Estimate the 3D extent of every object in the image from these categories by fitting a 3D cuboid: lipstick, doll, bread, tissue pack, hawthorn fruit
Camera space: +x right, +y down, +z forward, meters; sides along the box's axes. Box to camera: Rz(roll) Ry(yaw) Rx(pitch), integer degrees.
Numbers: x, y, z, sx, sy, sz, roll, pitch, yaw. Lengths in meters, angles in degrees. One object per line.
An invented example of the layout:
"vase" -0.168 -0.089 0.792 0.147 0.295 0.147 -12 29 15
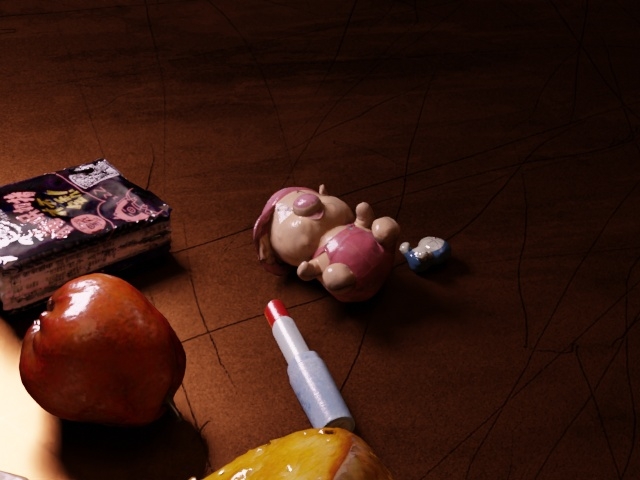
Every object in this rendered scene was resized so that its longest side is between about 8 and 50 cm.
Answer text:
"lipstick" -0.025 0.194 2.072 0.061 0.068 0.274 -15 45 -16
"doll" 0.001 -0.003 2.256 0.256 0.152 0.196 32 33 34
"bread" -0.044 0.394 1.608 0.398 0.215 0.398 -30 11 6
"tissue pack" -0.442 -0.019 2.241 0.332 0.123 0.245 -21 41 -34
"doll" 0.183 0.020 2.329 0.083 0.050 0.076 -25 30 -30
"hawthorn fruit" -0.304 0.178 1.963 0.261 0.224 0.224 34 42 -2

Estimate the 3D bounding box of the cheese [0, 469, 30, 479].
"cheese" -0.529 0.408 1.545 0.384 0.104 0.384 4 40 -3
